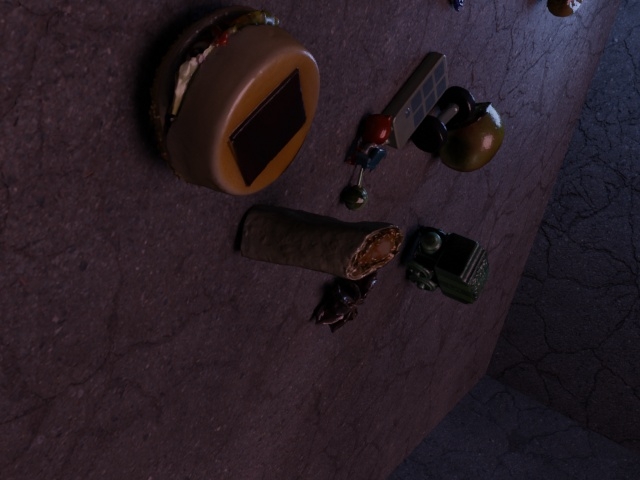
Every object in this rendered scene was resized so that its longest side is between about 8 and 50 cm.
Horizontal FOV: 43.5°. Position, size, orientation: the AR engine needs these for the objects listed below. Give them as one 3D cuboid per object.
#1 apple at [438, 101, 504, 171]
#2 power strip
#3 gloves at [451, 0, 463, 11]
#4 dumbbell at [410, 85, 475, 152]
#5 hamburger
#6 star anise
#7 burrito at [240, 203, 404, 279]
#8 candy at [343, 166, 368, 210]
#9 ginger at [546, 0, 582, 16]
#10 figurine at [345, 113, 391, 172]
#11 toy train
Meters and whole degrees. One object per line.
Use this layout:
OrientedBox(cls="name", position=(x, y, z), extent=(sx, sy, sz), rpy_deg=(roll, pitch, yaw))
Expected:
OrientedBox(cls="apple", position=(0.428, -0.295, 2.256), extent=(0.188, 0.174, 0.207), rpy_deg=(-33, 157, -43))
OrientedBox(cls="power strip", position=(0.232, -0.343, 1.966), extent=(0.270, 0.046, 0.118), rpy_deg=(-52, 153, -21))
OrientedBox(cls="gloves", position=(0.338, -0.596, 1.949), extent=(0.086, 0.026, 0.064), rpy_deg=(21, 93, -65))
OrientedBox(cls="dumbbell", position=(0.320, -0.318, 2.093), extent=(0.191, 0.100, 0.100), rpy_deg=(-47, 150, -34))
OrientedBox(cls="hamburger", position=(-0.133, -0.214, 1.250), extent=(0.302, 0.170, 0.302), rpy_deg=(-45, 153, -30))
OrientedBox(cls="star anise", position=(0.075, 0.136, 2.072), extent=(0.231, 0.089, 0.209), rpy_deg=(-56, 167, -2))
OrientedBox(cls="burrito", position=(0.001, -0.001, 1.565), extent=(0.143, 0.299, 0.105), rpy_deg=(-50, 146, -58))
OrientedBox(cls="candy", position=(0.098, -0.168, 1.884), extent=(0.061, 0.061, 0.202), rpy_deg=(-7, 112, -61))
OrientedBox(cls="ginger", position=(0.754, -0.826, 2.409), extent=(0.219, 0.123, 0.270), rpy_deg=(-49, 151, -23))
OrientedBox(cls="figurine", position=(0.118, -0.226, 1.824), extent=(0.068, 0.075, 0.140), rpy_deg=(6, 111, -63))
OrientedBox(cls="toy train", position=(0.388, 0.081, 2.443), extent=(0.166, 0.238, 0.299), rpy_deg=(-61, 156, -13))
